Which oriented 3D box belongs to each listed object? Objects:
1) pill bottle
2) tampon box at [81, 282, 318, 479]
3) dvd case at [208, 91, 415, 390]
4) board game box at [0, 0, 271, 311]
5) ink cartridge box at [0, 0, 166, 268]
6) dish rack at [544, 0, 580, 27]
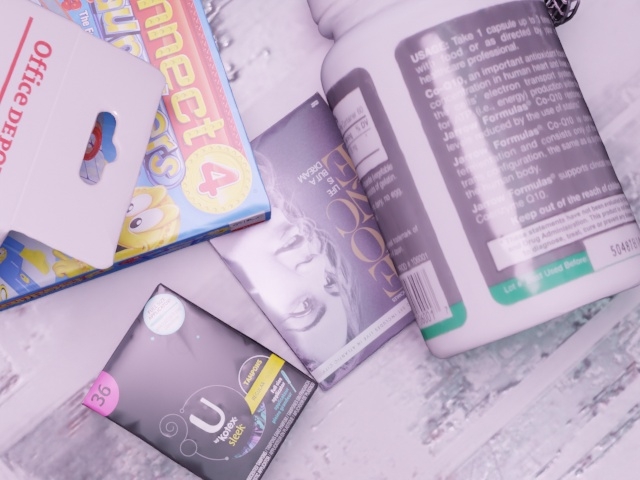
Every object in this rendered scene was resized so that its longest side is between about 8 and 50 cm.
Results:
[{"bbox_3d":[0.123,-0.099,1.097,0.204,0.204,0.361,-20,85,-8],"label":"pill bottle"},{"bbox_3d":[-0.103,0.129,1.107,0.161,0.101,0.120,32,82,-3],"label":"tampon box"},{"bbox_3d":[0.000,0.000,1.172,0.164,0.018,0.221,-38,91,-8],"label":"dvd case"},{"bbox_3d":[-0.231,-0.116,1.110,0.302,0.086,0.308,-19,88,-4],"label":"board game box"},{"bbox_3d":[-0.309,-0.100,0.935,0.353,0.119,0.207,25,53,-19],"label":"ink cartridge box"},{"bbox_3d":[0.171,-0.322,1.131,0.074,0.208,0.271,-26,89,4],"label":"dish rack"}]
